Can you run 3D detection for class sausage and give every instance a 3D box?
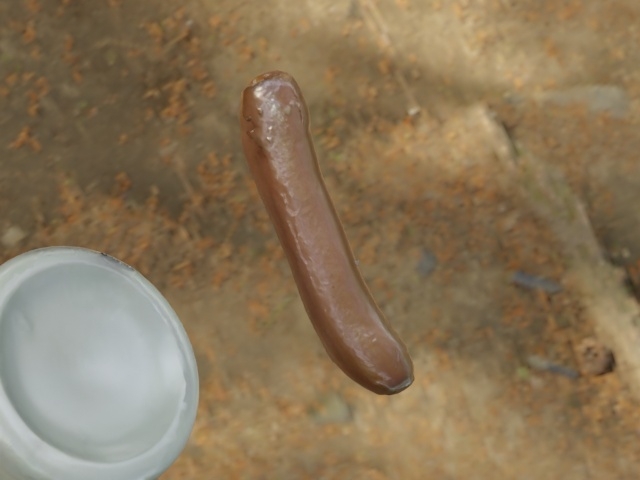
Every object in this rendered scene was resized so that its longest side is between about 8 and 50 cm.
[{"bbox_3d":[0.000,0.000,0.874,0.043,0.043,0.186,-34,106,-43],"label":"sausage"}]

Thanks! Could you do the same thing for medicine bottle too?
[{"bbox_3d":[-0.187,0.110,0.935,0.144,0.252,0.144,19,57,-32],"label":"medicine bottle"}]
